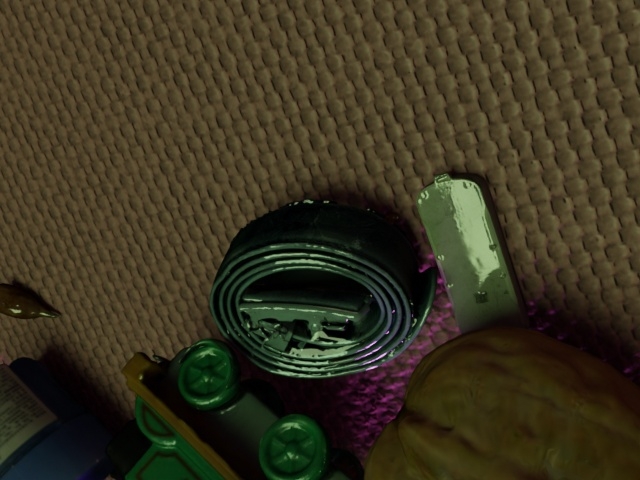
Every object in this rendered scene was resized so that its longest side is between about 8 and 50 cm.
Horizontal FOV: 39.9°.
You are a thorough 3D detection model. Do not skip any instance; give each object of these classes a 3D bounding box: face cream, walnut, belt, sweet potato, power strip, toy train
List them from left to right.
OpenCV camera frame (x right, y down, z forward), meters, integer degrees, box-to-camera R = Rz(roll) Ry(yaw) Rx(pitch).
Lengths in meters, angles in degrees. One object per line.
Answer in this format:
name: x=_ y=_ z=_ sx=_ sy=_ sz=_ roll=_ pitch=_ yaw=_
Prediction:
face cream: x=-0.467 y=0.331 z=1.356 sx=0.225 sy=0.249 sz=0.249 roll=45 pitch=125 yaw=7
sweet potato: x=-0.463 y=0.102 z=1.384 sx=0.117 sy=0.049 sz=0.049 roll=17 pitch=118 yaw=11
toy train: x=-0.109 y=0.291 z=1.043 sx=0.429 sy=0.249 sz=0.178 roll=34 pitch=168 yaw=32
belt: x=0.005 y=0.062 z=1.022 sx=0.267 sy=0.116 sz=0.206 roll=-9 pitch=123 yaw=21
power strip: x=0.174 y=0.029 z=0.990 sx=0.080 sy=0.029 sz=0.227 roll=-12 pitch=103 yaw=31
walnut: x=0.223 y=0.259 z=0.905 sx=0.344 sy=0.306 sz=0.306 roll=31 pitch=123 yaw=12

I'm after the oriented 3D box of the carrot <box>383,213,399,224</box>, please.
carrot: x=0.000 y=0.000 z=1.072 sx=0.216 sy=0.048 sz=0.048 roll=-19 pitch=100 yaw=30
